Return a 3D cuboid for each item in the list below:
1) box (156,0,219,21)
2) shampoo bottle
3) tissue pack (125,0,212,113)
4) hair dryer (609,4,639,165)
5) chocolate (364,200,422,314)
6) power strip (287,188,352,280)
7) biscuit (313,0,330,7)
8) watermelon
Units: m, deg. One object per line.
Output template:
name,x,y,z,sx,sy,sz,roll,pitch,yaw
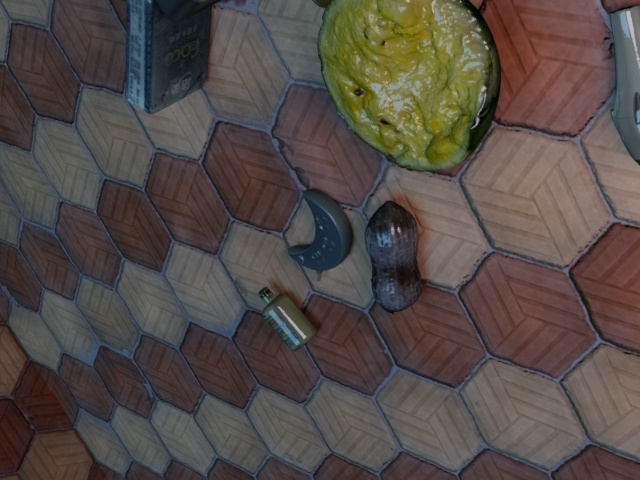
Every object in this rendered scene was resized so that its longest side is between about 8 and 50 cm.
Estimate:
box,-0.202,-0.500,1.523,0.163,0.243,0.135,55,150,-6
shampoo bottle,-0.085,0.175,2.000,0.162,0.079,0.079,49,138,2
tissue pack,-0.299,-0.401,1.697,0.081,0.185,0.257,30,134,21
hair dryer,0.518,-0.254,1.208,0.267,0.092,0.229,-30,91,34
chocolate,0.144,0.038,1.690,0.110,0.110,0.248,14,132,33
power strip,0.000,0.000,1.831,0.137,0.044,0.216,32,134,19
biscuit,-0.001,-0.472,1.518,0.130,0.019,0.102,54,139,-5
watermelon,0.166,-0.282,1.390,0.331,0.189,0.331,41,147,33
